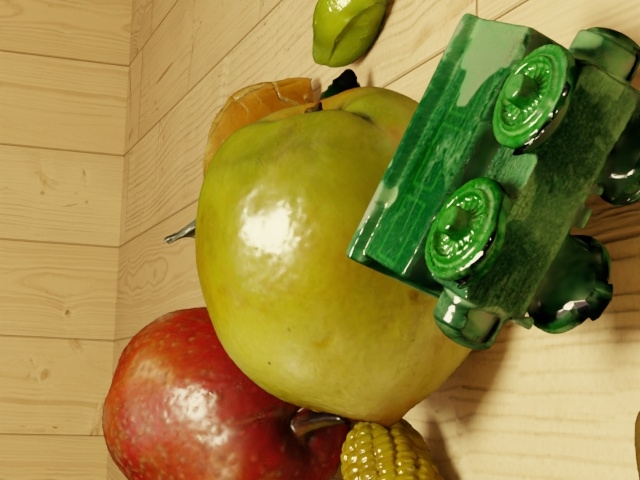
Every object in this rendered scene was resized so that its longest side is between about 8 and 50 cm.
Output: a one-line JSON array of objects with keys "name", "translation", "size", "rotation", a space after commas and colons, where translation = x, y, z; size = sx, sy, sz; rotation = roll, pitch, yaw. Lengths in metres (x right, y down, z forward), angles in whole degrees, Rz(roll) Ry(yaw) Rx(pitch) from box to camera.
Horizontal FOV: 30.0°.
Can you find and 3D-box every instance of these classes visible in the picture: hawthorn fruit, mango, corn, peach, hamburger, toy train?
[{"name": "hawthorn fruit", "translation": [-0.096, 0.220, 1.478], "size": [0.369, 0.285, 0.284], "rotation": [-5, 81, 50]}, {"name": "mango", "translation": [0.029, -0.279, 1.508], "size": [0.165, 0.091, 0.074], "rotation": [129, 131, -56]}, {"name": "corn", "translation": [0.097, 0.317, 1.139], "size": [0.363, 0.120, 0.120], "rotation": [-106, 28, -46]}, {"name": "peach", "translation": [0.019, 0.010, 1.189], "size": [0.314, 0.281, 0.315], "rotation": [-149, 56, -62]}, {"name": "hamburger", "translation": [-0.094, -0.101, 1.720], "size": [0.144, 0.157, 0.283], "rotation": [-162, 79, -70]}, {"name": "toy train", "translation": [0.156, -0.046, 0.949], "size": [0.266, 0.145, 0.202], "rotation": [-64, 25, 4]}]

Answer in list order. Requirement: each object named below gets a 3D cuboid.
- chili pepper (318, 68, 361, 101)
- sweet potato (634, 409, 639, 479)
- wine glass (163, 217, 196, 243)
[{"name": "chili pepper", "translation": [-0.021, -0.082, 1.546], "size": [0.264, 0.116, 0.148], "rotation": [-39, 24, 36]}, {"name": "sweet potato", "translation": [0.246, 0.266, 0.787], "size": [0.108, 0.079, 0.346], "rotation": [109, 162, -67]}, {"name": "wine glass", "translation": [-0.111, 0.057, 1.645], "size": [0.222, 0.103, 0.103], "rotation": [52, 159, -5]}]
